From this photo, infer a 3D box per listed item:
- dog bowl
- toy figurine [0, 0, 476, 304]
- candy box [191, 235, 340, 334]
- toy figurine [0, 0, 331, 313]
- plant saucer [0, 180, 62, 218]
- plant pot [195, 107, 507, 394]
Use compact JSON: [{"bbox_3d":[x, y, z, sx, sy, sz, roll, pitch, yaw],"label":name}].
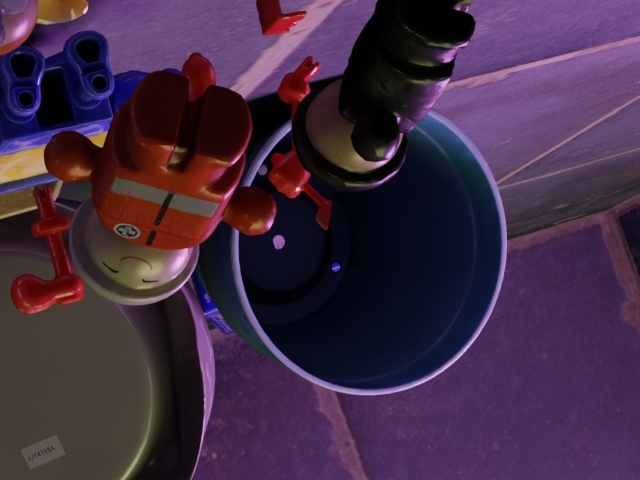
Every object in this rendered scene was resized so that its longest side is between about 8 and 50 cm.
[{"bbox_3d":[-0.253,0.120,1.474,0.348,0.349,0.102,-22,-174,18],"label":"dog bowl"},{"bbox_3d":[-0.059,-0.098,0.763,0.213,0.209,0.148,-31,167,-29],"label":"toy figurine"},{"bbox_3d":[0.000,0.004,2.054,0.317,0.122,0.268,-18,172,-1],"label":"candy box"},{"bbox_3d":[-0.192,-0.043,1.011,0.362,0.191,0.217,-16,177,-17],"label":"toy figurine"},{"bbox_3d":[-0.288,-0.045,1.248,0.188,0.045,0.188,-17,172,-18],"label":"plant saucer"},{"bbox_3d":[0.000,0.000,1.591,0.271,0.272,0.255,-17,-173,-21],"label":"plant pot"}]
